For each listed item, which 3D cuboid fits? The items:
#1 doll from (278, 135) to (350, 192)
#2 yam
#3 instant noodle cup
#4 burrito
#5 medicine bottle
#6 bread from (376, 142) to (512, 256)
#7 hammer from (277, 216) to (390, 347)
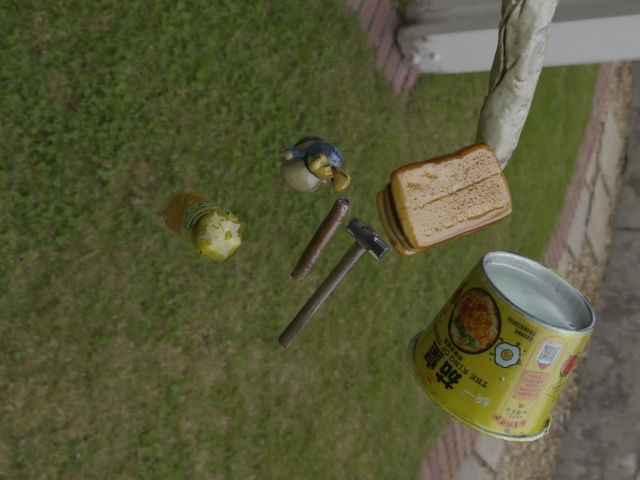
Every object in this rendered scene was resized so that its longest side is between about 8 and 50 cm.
[{"bbox_3d":[-0.012,-0.108,1.219,0.102,0.179,0.089,36,95,-17],"label":"doll"},{"bbox_3d":[0.000,0.000,2.105,0.046,0.046,0.264,-19,147,-56],"label":"yam"},{"bbox_3d":[0.366,0.191,1.626,0.325,0.325,0.254,-23,144,-55],"label":"instant noodle cup"},{"bbox_3d":[0.283,-0.264,1.209,0.117,0.076,0.392,-76,174,-56],"label":"burrito"},{"bbox_3d":[-0.263,-0.035,1.864,0.124,0.239,0.124,-7,105,-26],"label":"medicine bottle"},{"bbox_3d":[0.171,-0.057,1.140,0.200,0.077,0.116,-19,82,-32],"label":"bread"},{"bbox_3d":[0.017,0.116,1.981,0.365,0.111,0.043,-52,165,16],"label":"hammer"}]
